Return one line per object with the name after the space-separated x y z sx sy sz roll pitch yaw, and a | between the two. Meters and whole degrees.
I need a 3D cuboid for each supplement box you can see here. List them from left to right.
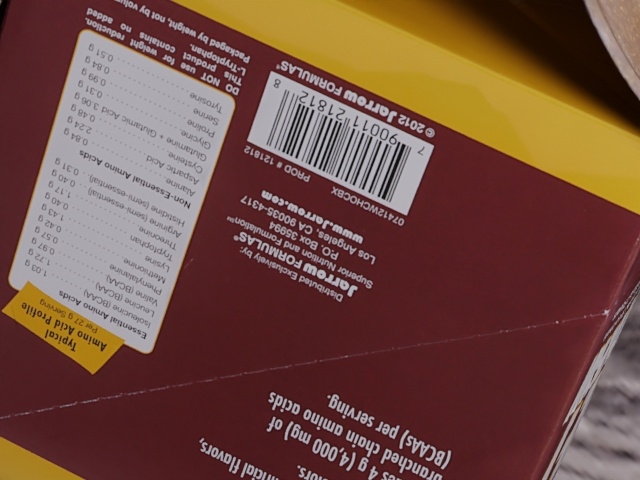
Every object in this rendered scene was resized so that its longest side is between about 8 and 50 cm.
0.000 0.000 0.592 0.191 0.129 0.194 25 117 10 | supplement box

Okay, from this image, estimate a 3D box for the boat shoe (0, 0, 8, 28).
-0.112 -0.187 0.537 0.123 0.116 0.324 1 100 -13 | boat shoe

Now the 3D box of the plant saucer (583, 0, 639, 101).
0.156 -0.088 0.505 0.199 0.036 0.198 1 80 -6 | plant saucer
